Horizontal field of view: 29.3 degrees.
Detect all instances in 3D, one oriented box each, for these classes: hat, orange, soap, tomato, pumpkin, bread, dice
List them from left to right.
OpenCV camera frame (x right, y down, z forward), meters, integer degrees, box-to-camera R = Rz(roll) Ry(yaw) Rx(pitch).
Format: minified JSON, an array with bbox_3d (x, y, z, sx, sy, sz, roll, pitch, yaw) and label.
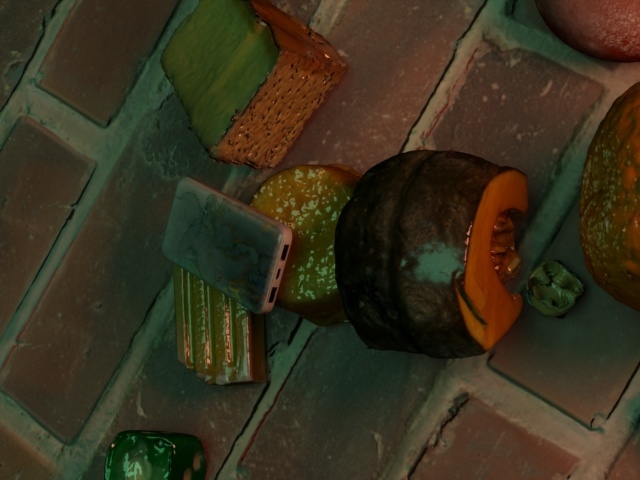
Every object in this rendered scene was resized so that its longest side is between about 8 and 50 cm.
[{"bbox_3d":[-0.267,0.376,1.993,0.131,0.120,0.128,1,83,26],"label":"dice"},{"bbox_3d":[-0.166,0.124,2.013,0.140,0.073,0.232,-9,79,25],"label":"soap"},{"bbox_3d":[-0.152,-0.293,1.976,0.315,0.279,0.248,37,104,12],"label":"bread"},{"bbox_3d":[0.000,0.000,1.919,0.268,0.146,0.268,-3,84,25],"label":"bread"},{"bbox_3d":[0.165,0.017,1.773,0.225,0.256,0.303,-2,86,37],"label":"pumpkin"},{"bbox_3d":[0.341,0.075,1.807,0.077,0.059,0.076,43,66,13],"label":"hat"},{"bbox_3d":[0.431,-0.393,1.750,0.270,0.227,0.270,-5,77,22],"label":"tomato"},{"bbox_3d":[0.502,-0.056,1.613,0.293,0.340,0.340,6,84,-5],"label":"orange"}]

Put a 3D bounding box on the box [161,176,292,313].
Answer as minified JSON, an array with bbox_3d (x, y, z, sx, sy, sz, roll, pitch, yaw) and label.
[{"bbox_3d":[-0.151,0.004,1.915,0.285,0.044,0.142,27,104,45],"label":"box"}]
